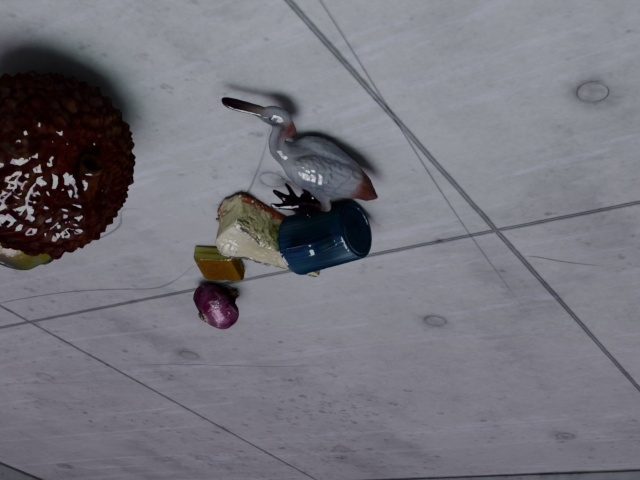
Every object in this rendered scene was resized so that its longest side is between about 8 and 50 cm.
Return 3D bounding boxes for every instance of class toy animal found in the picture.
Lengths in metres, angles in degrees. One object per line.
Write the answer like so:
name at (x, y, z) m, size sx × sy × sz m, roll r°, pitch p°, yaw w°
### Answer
toy animal at (-0.021, -0.124, 1.557) m, size 0.195 × 0.090 × 0.324 m, roll 0°, pitch 151°, yaw 17°

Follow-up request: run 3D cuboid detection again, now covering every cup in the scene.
cup at (0.006, 0.006, 1.723) m, size 0.138 × 0.150 × 0.113 m, roll -15°, pitch 127°, yaw 33°

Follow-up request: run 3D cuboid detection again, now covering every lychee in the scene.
lychee at (-0.445, -0.125, 1.505) m, size 0.330 × 0.306 × 0.306 m, roll 20°, pitch 162°, yaw 41°

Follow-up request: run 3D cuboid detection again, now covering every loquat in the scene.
loquat at (-0.608, -0.018, 1.884) m, size 0.195 × 0.152 × 0.152 m, roll 39°, pitch 141°, yaw -28°

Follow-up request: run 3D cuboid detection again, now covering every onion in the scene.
onion at (-0.225, 0.139, 2.093) m, size 0.115 × 0.104 × 0.115 m, roll 50°, pitch 170°, yaw 12°

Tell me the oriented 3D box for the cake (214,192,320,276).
cake at (-0.108, 0.004, 1.813) m, size 0.220 × 0.086 × 0.117 m, roll 32°, pitch 144°, yaw -33°

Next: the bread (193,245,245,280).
bread at (-0.210, 0.049, 1.978) m, size 0.090 × 0.035 × 0.094 m, roll 2°, pitch 150°, yaw 13°
